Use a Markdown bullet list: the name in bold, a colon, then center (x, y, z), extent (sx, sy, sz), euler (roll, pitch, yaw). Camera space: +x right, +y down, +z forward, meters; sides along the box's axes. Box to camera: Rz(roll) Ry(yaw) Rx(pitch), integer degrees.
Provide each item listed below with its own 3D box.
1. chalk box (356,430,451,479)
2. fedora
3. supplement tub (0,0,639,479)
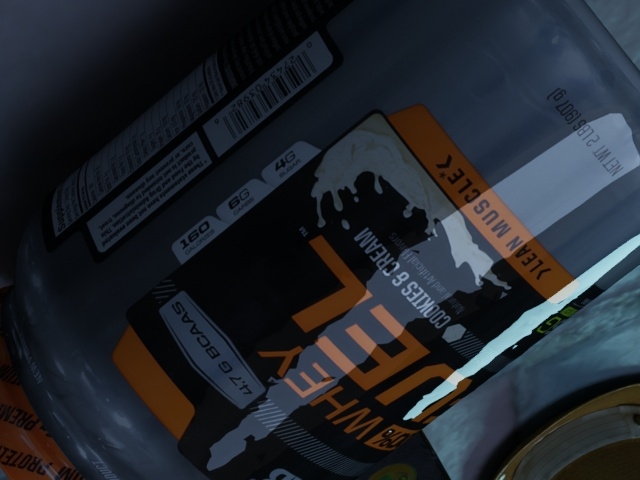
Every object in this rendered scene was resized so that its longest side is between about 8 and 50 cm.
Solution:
- **chalk box**: center (-0.006, 0.157, 0.841), extent (0.132, 0.213, 0.132), euler (-17, 140, -15)
- **fedora**: center (0.216, 0.188, 1.123), extent (0.194, 0.079, 0.194), euler (-18, 141, -15)
- **supplement tub**: center (0.000, 0.000, 0.687), extent (0.316, 0.193, 0.193), euler (-39, 141, 13)
